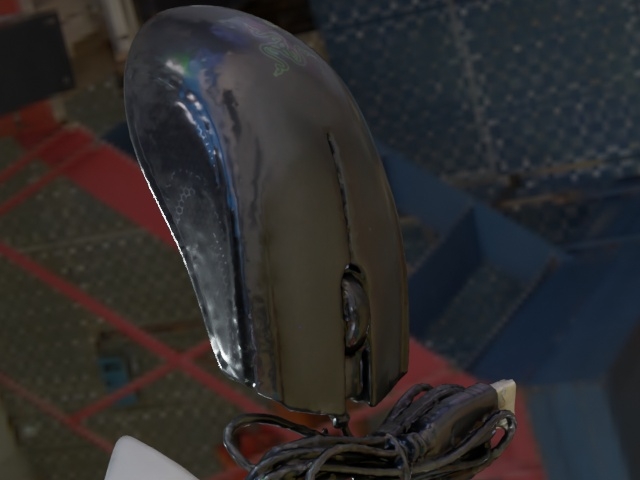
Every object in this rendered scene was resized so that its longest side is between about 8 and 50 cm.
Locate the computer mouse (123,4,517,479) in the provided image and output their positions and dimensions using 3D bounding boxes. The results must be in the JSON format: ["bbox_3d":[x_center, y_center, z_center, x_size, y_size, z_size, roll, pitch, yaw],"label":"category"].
[{"bbox_3d":[0.000,0.000,0.855,0.188,0.072,0.272,-16,-100,-49],"label":"computer mouse"}]

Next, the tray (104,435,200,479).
[{"bbox_3d":[-0.010,0.141,0.402,0.145,0.030,0.270,60,-173,-13],"label":"tray"}]
